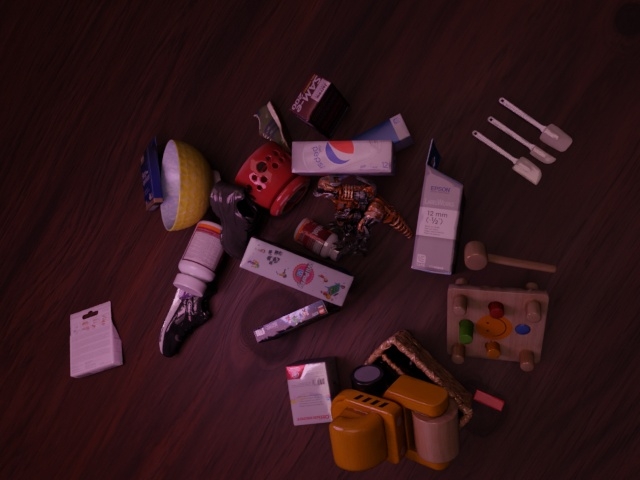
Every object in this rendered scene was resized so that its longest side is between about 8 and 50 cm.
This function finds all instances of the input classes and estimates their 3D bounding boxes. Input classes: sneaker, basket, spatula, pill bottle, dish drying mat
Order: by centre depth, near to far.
[{"bbox_3d":[0.252,0.424,1.585,0.299,0.223,0.213,44,99,13],"label":"basket"},{"bbox_3d":[0.483,0.459,1.629,0.083,0.008,0.032,21,91,17],"label":"dish drying mat"},{"bbox_3d":[0.581,-0.298,1.648,0.242,0.019,0.168,40,103,15],"label":"spatula"},{"bbox_3d":[-0.245,-0.048,1.747,0.130,0.109,0.286,8,133,26],"label":"sneaker"},{"bbox_3d":[0.000,0.000,1.752,0.152,0.086,0.086,30,95,14],"label":"pill bottle"},{"bbox_3d":[-0.375,0.057,1.800,0.121,0.121,0.221,15,70,16],"label":"pill bottle"},{"bbox_3d":[-0.155,-0.350,1.833,0.086,0.064,0.192,-26,79,19],"label":"sneaker"},{"bbox_3d":[-0.430,0.258,1.848,0.124,0.107,0.283,19,91,10],"label":"sneaker"}]

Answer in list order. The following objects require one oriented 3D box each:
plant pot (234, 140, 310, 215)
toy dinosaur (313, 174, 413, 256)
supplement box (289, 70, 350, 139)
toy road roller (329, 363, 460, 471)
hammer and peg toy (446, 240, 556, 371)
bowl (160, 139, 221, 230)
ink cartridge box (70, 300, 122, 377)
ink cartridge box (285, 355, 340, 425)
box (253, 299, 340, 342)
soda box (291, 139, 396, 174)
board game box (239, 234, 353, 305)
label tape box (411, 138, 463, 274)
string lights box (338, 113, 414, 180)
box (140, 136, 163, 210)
[{"bbox_3d":[-0.142,-0.180,1.752,0.174,0.191,0.191,44,98,8],"label":"plant pot"},{"bbox_3d":[0.123,-0.070,1.653,0.322,0.164,0.218,32,117,0],"label":"toy dinosaur"},{"bbox_3d":[0.004,-0.396,1.696,0.073,0.239,0.130,34,95,15],"label":"supplement box"},{"bbox_3d":[0.170,0.485,1.450,0.329,0.240,0.203,8,117,37],"label":"toy road roller"},{"bbox_3d":[0.470,0.185,1.499,0.265,0.127,0.361,4,126,15],"label":"hammer and peg toy"},{"bbox_3d":[-0.411,-0.172,1.824,0.156,0.289,0.290,1,86,-28],"label":"bowl"},{"bbox_3d":[-0.784,0.346,1.977,0.181,0.056,0.225,-19,63,14],"label":"ink cartridge box"},{"bbox_3d":[-0.016,0.450,1.705,0.128,0.127,0.176,-9,84,14],"label":"ink cartridge box"},{"bbox_3d":[-0.067,0.242,1.716,0.233,0.159,0.044,-25,78,13],"label":"box"},{"bbox_3d":[0.066,-0.232,1.604,0.286,0.098,0.091,2,92,14],"label":"soda box"},{"bbox_3d":[-0.072,0.082,1.651,0.303,0.224,0.098,22,91,-5],"label":"board game box"},{"bbox_3d":[0.342,-0.081,1.577,0.115,0.249,0.348,10,89,16],"label":"label tape box"},{"bbox_3d":[0.144,-0.275,1.704,0.259,0.133,0.077,-25,83,12],"label":"string lights box"},{"bbox_3d":[-0.571,-0.223,1.907,0.036,0.136,0.225,-4,82,-29],"label":"box"}]
